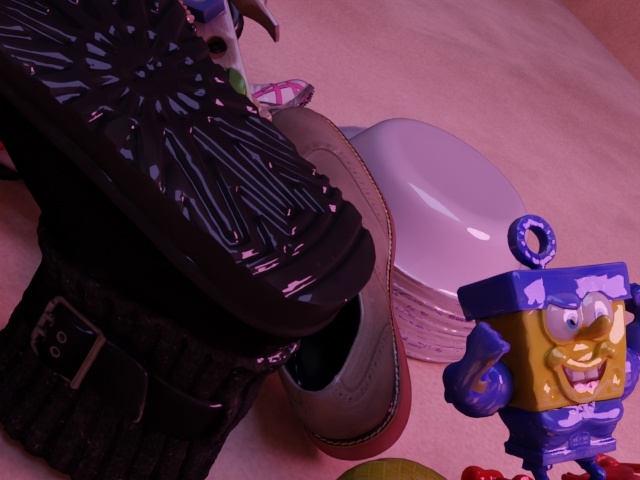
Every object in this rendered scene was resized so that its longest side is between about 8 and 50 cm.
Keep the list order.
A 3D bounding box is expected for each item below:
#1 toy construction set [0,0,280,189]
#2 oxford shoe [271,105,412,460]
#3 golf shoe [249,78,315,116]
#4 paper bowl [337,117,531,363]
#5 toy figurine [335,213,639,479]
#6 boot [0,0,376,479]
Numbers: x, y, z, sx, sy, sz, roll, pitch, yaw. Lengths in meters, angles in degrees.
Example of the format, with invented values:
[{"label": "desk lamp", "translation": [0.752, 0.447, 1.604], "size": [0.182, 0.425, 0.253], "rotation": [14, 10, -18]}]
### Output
[{"label": "toy construction set", "translation": [-0.104, -0.079, 0.670], "size": [0.257, 0.309, 0.237], "rotation": [-30, 77, -34]}, {"label": "oxford shoe", "translation": [0.000, 0.000, 0.733], "size": [0.130, 0.123, 0.348], "rotation": [60, 12, -55]}, {"label": "golf shoe", "translation": [-0.066, -0.165, 1.033], "size": [0.086, 0.067, 0.186], "rotation": [36, 31, 3]}, {"label": "paper bowl", "translation": [0.106, -0.021, 0.931], "size": [0.284, 0.148, 0.284], "rotation": [24, 33, -17]}, {"label": "toy figurine", "translation": [0.123, 0.092, 0.609], "size": [0.362, 0.191, 0.217], "rotation": [-2, 86, -26]}, {"label": "boot", "translation": [-0.154, -0.012, 0.538], "size": [0.348, 0.260, 0.131], "rotation": [49, 42, 9]}]
